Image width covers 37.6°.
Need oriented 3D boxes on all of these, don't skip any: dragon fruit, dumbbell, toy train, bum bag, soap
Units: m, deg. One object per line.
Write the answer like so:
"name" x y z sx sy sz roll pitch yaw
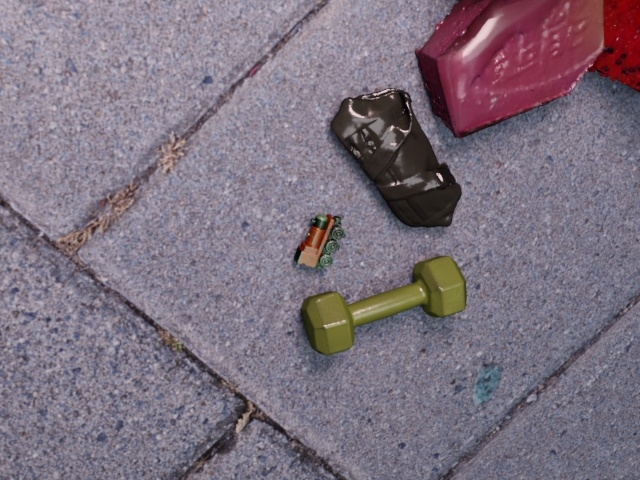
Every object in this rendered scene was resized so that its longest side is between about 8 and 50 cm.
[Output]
"dragon fruit" 0.574 -0.301 1.605 0.240 0.330 0.302 -27 127 17
"dumbbell" 0.118 0.116 1.703 0.302 0.121 0.108 -17 92 -16
"toy train" 0.000 0.000 1.636 0.064 0.044 0.103 18 107 -18
"bum bag" 0.146 -0.135 1.608 0.142 0.079 0.326 -38 124 3
"soap" 0.327 -0.325 1.565 0.325 0.127 0.220 -24 124 -12
